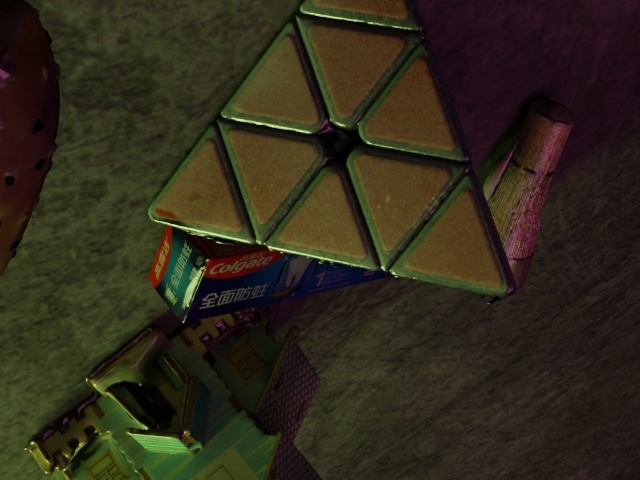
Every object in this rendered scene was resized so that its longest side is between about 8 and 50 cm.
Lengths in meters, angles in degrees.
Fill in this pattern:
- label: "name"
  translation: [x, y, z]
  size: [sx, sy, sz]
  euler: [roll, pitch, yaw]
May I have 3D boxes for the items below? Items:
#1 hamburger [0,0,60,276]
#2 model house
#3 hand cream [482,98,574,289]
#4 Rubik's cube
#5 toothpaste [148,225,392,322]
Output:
- label: "hamburger"
  translation: [-0.314, -0.033, 0.913]
  size: [0.318, 0.195, 0.276]
  euler: [-24, 142, -27]
- label: "model house"
  translation: [-0.099, 0.197, 1.411]
  size: [0.271, 0.206, 0.178]
  euler: [-36, 149, -7]
- label: "hand cream"
  translation: [0.197, -0.047, 1.564]
  size: [0.084, 0.084, 0.203]
  euler: [-8, 131, -42]
- label: "Rubik's cube"
  translation: [0.037, -0.078, 1.282]
  size: [0.229, 0.228, 0.233]
  euler: [33, 62, -21]
- label: "toothpaste"
  translation: [0.000, 0.001, 1.415]
  size: [0.320, 0.066, 0.076]
  euler: [-10, 137, -40]
